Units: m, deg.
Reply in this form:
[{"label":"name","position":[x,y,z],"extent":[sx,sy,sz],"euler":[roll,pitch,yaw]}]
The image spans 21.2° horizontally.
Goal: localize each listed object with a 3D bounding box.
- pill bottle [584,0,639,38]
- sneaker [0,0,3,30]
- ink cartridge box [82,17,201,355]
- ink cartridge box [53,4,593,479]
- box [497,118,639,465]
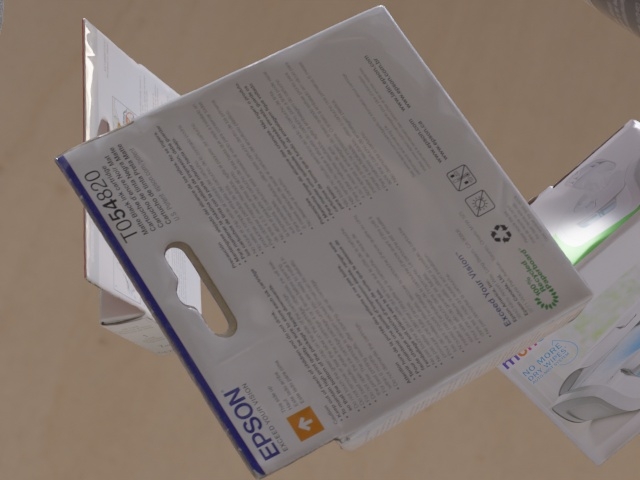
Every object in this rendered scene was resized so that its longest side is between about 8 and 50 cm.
[{"label":"pill bottle","position":[0.331,-0.190,1.173],"extent":[0.363,0.210,0.210],"euler":[41,-13,31]},{"label":"sneaker","position":[-0.355,-0.270,1.458],"extent":[0.091,0.094,0.258],"euler":[7,-47,35]},{"label":"ink cartridge box","position":[-0.196,-0.047,1.694],"extent":[0.060,0.275,0.239],"euler":[-12,-23,21]},{"label":"ink cartridge box","position":[0.000,0.000,0.954],"extent":[0.223,0.224,0.045],"euler":[57,-22,19]},{"label":"box","position":[0.293,0.053,1.709],"extent":[0.231,0.262,0.127],"euler":[45,8,-36]}]
